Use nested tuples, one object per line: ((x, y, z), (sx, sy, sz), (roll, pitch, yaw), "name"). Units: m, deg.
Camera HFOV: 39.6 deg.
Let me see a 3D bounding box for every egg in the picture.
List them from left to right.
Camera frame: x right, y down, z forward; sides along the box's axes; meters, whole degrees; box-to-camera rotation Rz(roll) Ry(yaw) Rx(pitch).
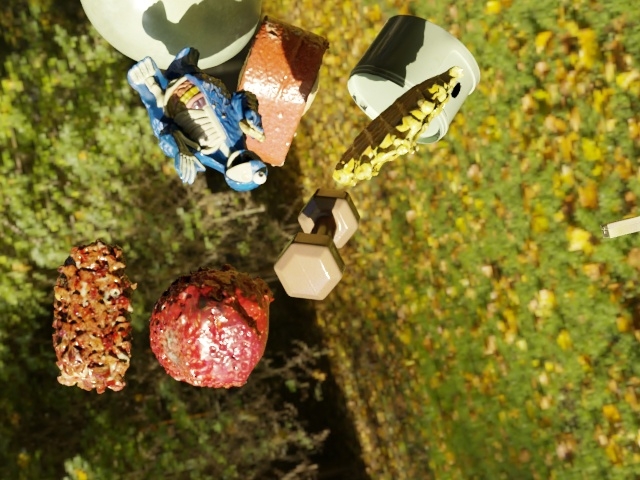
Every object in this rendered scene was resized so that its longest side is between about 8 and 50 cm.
((-0.246, -0.416, 1.494), (0.352, 0.259, 0.258), (-13, -86, -58), "egg")

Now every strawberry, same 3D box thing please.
((-0.226, 0.158, 1.782), (0.220, 0.274, 0.274), (54, -164, -53), "strawberry")

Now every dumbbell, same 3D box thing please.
((0.000, 0.000, 1.243), (0.092, 0.082, 0.231), (64, -161, -18), "dumbbell")

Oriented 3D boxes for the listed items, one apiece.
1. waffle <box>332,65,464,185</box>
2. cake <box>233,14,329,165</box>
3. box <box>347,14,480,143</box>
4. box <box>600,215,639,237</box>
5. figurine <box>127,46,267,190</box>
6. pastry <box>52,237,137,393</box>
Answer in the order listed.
((0.127, -0.193, 1.503), (0.052, 0.245, 0.254), (44, 149, -13), "waffle")
((-0.087, -0.266, 1.651), (0.283, 0.151, 0.177), (119, 163, -45), "cake")
((0.185, -0.319, 1.783), (0.226, 0.149, 0.226), (32, 166, 9), "box")
((0.697, -0.030, 2.063), (0.079, 0.083, 0.035), (-5, -99, -84), "box")
((-0.162, -0.158, 1.256), (0.262, 0.164, 0.120), (61, 154, 30), "figurine")
((-0.317, 0.107, 1.247), (0.097, 0.115, 0.208), (135, 131, -65), "pastry")
